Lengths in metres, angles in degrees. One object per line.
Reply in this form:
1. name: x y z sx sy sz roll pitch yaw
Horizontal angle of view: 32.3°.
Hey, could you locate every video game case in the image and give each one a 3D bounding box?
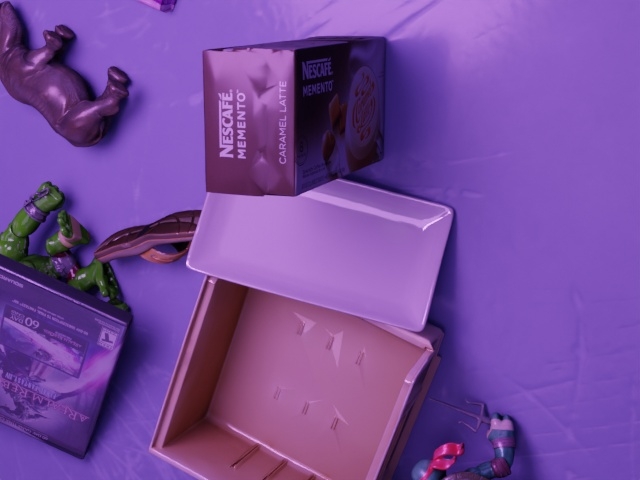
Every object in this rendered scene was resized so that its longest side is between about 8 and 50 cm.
1. video game case: -0.357 0.150 1.389 0.196 0.026 0.274 25 128 0

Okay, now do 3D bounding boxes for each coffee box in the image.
1. coffee box: -0.019 -0.134 1.127 0.098 0.246 0.141 5 103 22

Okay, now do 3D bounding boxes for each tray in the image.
1. tray: 0.000 0.000 1.220 0.270 0.030 0.145 15 80 5

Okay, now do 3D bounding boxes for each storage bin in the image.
1. storage bin: -0.025 0.175 1.267 0.262 0.123 0.260 26 111 17

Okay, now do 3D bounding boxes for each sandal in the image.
1. sandal: -0.193 0.005 1.335 0.180 0.072 0.049 -15 111 27

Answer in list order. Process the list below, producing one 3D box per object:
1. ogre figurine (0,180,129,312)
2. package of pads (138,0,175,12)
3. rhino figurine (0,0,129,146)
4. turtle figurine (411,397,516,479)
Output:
1. ogre figurine: -0.333 0.038 1.390 0.118 0.097 0.197 -26 120 13
2. package of pads: -0.206 -0.304 1.289 0.083 0.032 0.050 26 113 16
3. rhino figurine: -0.338 -0.208 1.346 0.243 0.073 0.106 39 111 13
4. turtle figurine: 0.177 0.293 1.217 0.234 0.118 0.175 37 113 6
